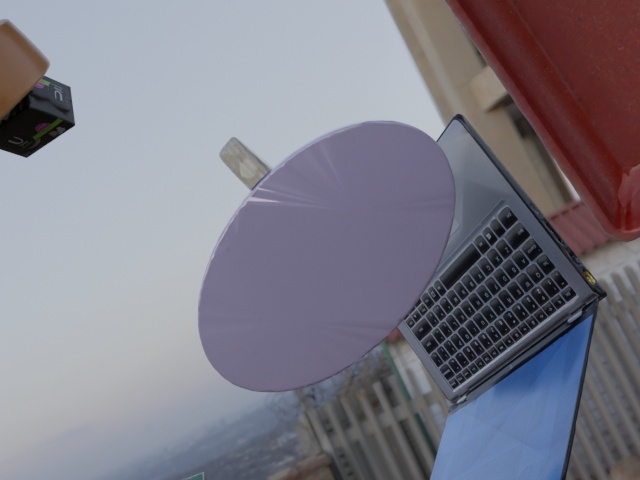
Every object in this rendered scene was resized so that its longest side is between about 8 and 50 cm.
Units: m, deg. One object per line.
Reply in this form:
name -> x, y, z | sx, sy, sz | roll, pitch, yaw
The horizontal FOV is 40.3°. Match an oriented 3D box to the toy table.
toy table -> 0.000, 0.000, 0.826 | 0.274, 0.252, 0.161 | -38, 10, 6

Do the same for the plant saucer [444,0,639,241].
plant saucer -> 0.185, -0.168, 0.411 | 0.258, 0.259, 0.047 | -33, 10, 23

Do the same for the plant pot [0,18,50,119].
plant pot -> -0.435, -0.159, 0.823 | 0.291, 0.203, 0.291 | -29, 26, 16

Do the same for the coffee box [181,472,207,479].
coffee box -> -0.162, 0.278, 0.721 | 0.184, 0.113, 0.040 | -22, 10, -1

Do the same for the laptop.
laptop -> 0.132, 0.144, 1.041 | 0.236, 0.408, 0.382 | -27, -16, -29

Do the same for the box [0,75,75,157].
box -> -0.313, -0.134, 0.927 | 0.083, 0.052, 0.062 | -25, -25, 29
